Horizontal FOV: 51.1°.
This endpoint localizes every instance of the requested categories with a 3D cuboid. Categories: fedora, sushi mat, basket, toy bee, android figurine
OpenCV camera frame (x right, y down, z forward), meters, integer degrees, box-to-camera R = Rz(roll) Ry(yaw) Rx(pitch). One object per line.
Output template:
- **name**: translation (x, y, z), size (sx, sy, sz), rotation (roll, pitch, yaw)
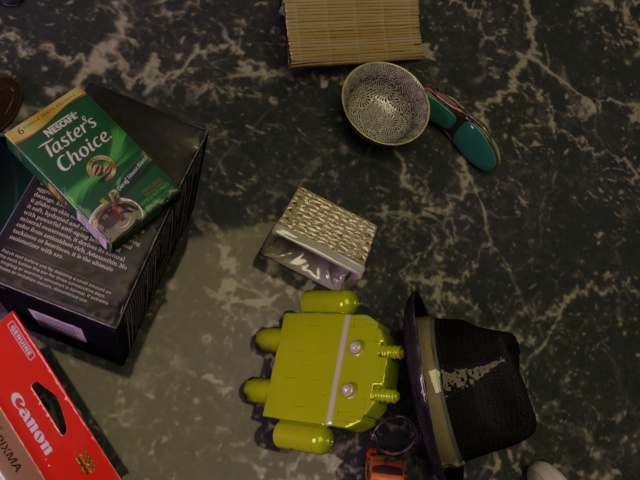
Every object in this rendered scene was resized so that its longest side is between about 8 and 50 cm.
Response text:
- **fedora**: translation (0.230, 0.216, 1.000), size (0.152, 0.334, 0.334), rotation (-13, 74, 13)
- **sushi mat**: translation (0.069, -0.411, 1.265), size (0.316, 0.019, 0.151), rotation (-13, 99, -30)
- **basket**: translation (0.000, 0.000, 1.132), size (0.167, 0.113, 0.103), rotation (28, 64, -5)
- **toy bee**: translation (0.105, 0.396, 1.026), size (0.195, 0.162, 0.298), rotation (28, 96, -3)
- **android figurine**: translation (0.005, 0.194, 1.007), size (0.056, 0.273, 0.248), rotation (35, 61, -47)

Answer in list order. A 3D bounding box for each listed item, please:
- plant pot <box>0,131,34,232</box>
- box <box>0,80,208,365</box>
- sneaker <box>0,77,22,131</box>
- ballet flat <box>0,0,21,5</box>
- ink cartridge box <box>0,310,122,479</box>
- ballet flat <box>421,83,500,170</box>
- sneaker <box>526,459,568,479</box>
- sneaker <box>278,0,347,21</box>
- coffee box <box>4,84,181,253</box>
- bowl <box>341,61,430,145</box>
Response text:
- **plant pot**: translation (-0.575, -0.049, 0.928), size (0.255, 0.271, 0.271), rotation (16, 69, 6)
- **box**: translation (-0.305, -0.009, 0.953), size (0.183, 0.296, 0.294), rotation (23, 66, -6)
- **sneaker**: translation (-0.551, -0.198, 1.071), size (0.066, 0.071, 0.188), rotation (33, 68, -2)
- **ballet flat**: translation (-0.563, -0.511, 1.168), size (0.074, 0.074, 0.203), rotation (-16, 77, -19)
- **ink cartridge box**: translation (-0.424, 0.270, 0.888), size (0.275, 0.239, 0.060), rotation (55, 24, 6)
- **ballet flat**: translation (0.272, -0.231, 1.301), size (0.221, 0.077, 0.079), rotation (40, 48, 1)
- **sneaker**: translation (0.371, 0.507, 1.077), size (0.118, 0.110, 0.292), rotation (-7, 74, -7)
- **sneaker**: translation (0.005, -0.523, 1.301), size (0.151, 0.094, 0.256), rotation (23, 71, -14)
- **coffee box**: translation (-0.272, -0.087, 0.804), size (0.184, 0.040, 0.113), rotation (47, 66, 3)
- **bowl**: translation (0.111, -0.240, 1.252), size (0.170, 0.080, 0.170), rotation (4, 72, -13)
